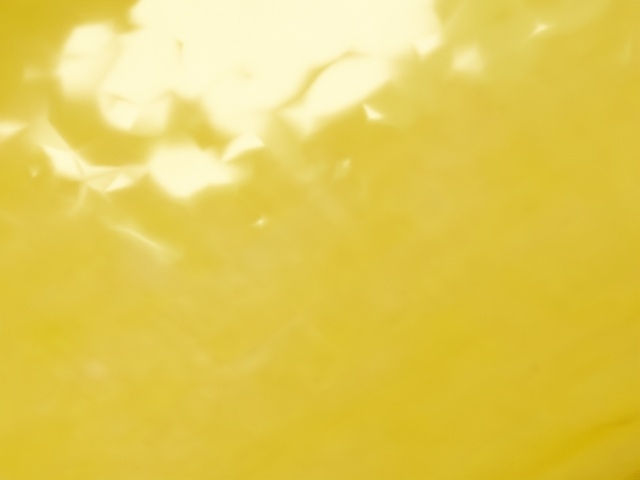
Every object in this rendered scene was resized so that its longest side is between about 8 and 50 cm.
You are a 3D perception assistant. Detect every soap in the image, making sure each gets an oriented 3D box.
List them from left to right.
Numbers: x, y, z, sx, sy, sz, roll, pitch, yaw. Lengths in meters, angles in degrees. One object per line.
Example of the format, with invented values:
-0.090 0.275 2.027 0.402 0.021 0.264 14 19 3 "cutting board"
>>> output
0.000 -0.002 0.457 0.427 0.115 0.306 -29 128 16 "soap"
